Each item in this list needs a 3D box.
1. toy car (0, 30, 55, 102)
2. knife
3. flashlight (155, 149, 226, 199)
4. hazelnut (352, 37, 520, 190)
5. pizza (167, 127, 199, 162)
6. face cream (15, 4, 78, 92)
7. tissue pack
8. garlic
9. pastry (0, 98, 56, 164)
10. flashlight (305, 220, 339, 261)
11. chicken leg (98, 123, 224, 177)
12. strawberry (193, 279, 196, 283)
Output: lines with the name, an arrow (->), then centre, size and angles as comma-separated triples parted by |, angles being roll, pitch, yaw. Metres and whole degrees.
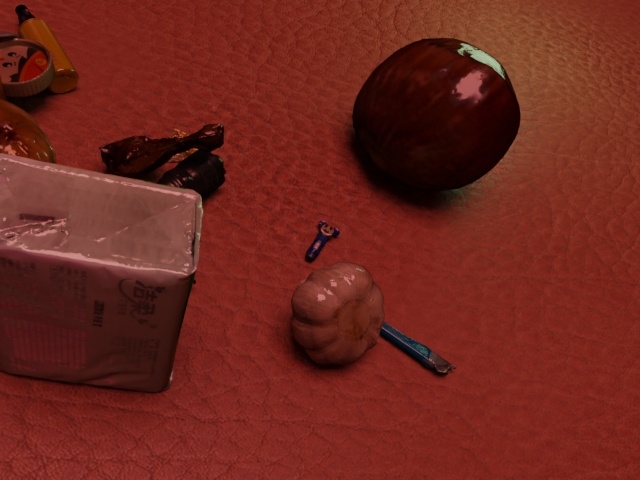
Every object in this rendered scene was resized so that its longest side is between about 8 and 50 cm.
toy car -> -0.717, -0.393, 1.529 | 0.235, 0.145, 0.235 | 6, 55, -8
knife -> 0.164, 0.208, 1.488 | 0.297, 0.026, 0.044 | 33, 49, 10
flashlight -> -0.370, -0.060, 1.451 | 0.103, 0.103, 0.424 | 38, 52, 10
hazelnut -> 0.287, -0.315, 1.722 | 0.421, 0.353, 0.420 | -4, 73, 13
pizza -> -0.332, -0.215, 1.622 | 0.123, 0.026, 0.108 | 40, 55, 10
face cream -> -0.682, -0.478, 1.658 | 0.078, 0.078, 0.273 | -22, 65, -31
tissue pack -> -0.389, 0.074, 1.153 | 0.332, 0.404, 0.205 | 9, 50, -13
garlic -> 0.015, 0.140, 1.420 | 0.219, 0.218, 0.212 | -16, 21, -28
pastry -> -0.705, -0.108, 1.273 | 0.410, 0.245, 0.409 | 11, 53, -15
flashlight -> 0.000, 0.000, 1.573 | 0.057, 0.035, 0.121 | 31, 51, 3
chicken leg -> -0.343, -0.197, 1.485 | 0.305, 0.093, 0.113 | -9, 12, 21
strawberry -> -0.336, 0.003, 1.374 | 0.167, 0.207, 0.087 | -13, 24, -35
